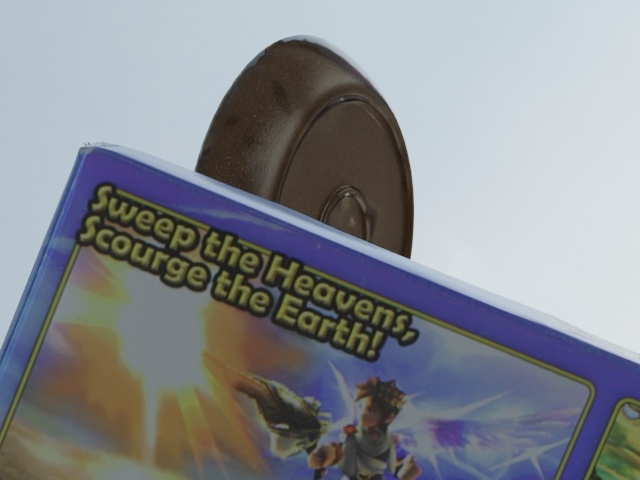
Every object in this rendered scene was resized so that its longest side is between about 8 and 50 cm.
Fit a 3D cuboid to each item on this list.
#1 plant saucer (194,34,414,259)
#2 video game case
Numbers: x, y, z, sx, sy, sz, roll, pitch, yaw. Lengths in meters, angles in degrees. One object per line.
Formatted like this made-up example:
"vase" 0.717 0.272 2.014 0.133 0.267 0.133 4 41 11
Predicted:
"plant saucer" 0.000 0.000 1.145 0.310 0.050 0.310 -22 -65 -59
"video game case" 0.026 0.138 0.357 0.061 0.269 0.244 -92 25 -85
